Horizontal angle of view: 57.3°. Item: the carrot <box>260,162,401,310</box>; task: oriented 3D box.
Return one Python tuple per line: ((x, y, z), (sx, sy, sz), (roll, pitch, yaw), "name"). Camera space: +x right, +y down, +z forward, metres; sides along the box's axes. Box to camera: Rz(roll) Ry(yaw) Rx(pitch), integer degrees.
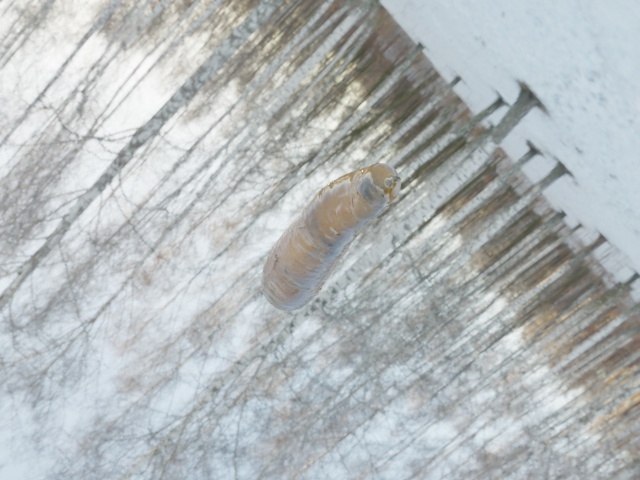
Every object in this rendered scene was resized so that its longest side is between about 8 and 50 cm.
((0.000, 0.000, 0.458), (0.059, 0.059, 0.248), (51, 151, 7), "carrot")
